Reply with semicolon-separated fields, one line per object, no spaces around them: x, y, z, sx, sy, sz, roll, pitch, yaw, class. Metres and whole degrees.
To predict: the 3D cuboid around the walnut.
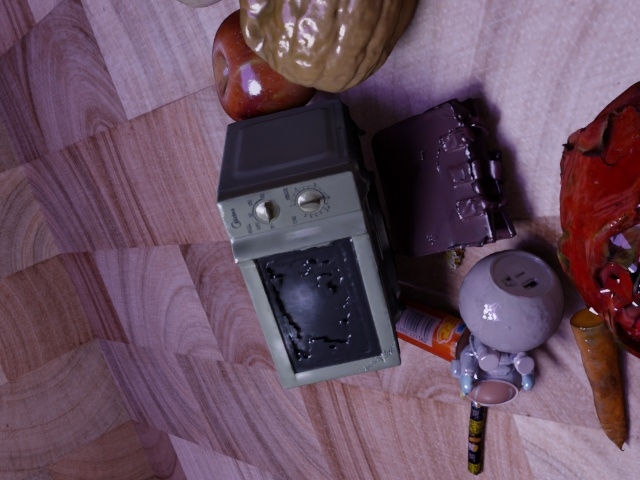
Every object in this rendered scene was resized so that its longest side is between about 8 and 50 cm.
0.012;-0.336;1.113;0.224;0.257;0.257;-104;14;-50;walnut

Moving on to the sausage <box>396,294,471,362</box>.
0.149;0.136;1.390;0.274;0.074;0.074;19;128;47;sausage

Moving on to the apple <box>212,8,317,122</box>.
-0.085;-0.284;1.337;0.201;0.162;0.201;170;90;-71;apple

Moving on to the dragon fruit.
0.363;-0.019;0.768;0.302;0.295;0.296;-97;1;-60;dragon fruit

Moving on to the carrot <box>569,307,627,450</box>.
0.389;0.195;1.123;0.057;0.057;0.224;12;128;51;carrot

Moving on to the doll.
0.260;0.140;1.187;0.151;0.151;0.287;41;148;31;doll

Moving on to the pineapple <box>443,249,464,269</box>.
0.200;0.004;1.272;0.045;0.019;0.083;-29;85;61;pineapple

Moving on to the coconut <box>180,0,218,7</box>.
-0.198;-0.489;1.290;0.233;0.233;0.245;34;137;37;coconut

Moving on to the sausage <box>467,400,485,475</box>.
0.268;0.335;1.408;0.028;0.025;0.198;33;138;42;sausage

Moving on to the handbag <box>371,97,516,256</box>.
0.176;-0.085;1.176;0.216;0.074;0.203;-16;90;57;handbag

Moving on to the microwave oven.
0.000;0.000;1.267;0.286;0.218;0.355;-91;-13;-58;microwave oven
